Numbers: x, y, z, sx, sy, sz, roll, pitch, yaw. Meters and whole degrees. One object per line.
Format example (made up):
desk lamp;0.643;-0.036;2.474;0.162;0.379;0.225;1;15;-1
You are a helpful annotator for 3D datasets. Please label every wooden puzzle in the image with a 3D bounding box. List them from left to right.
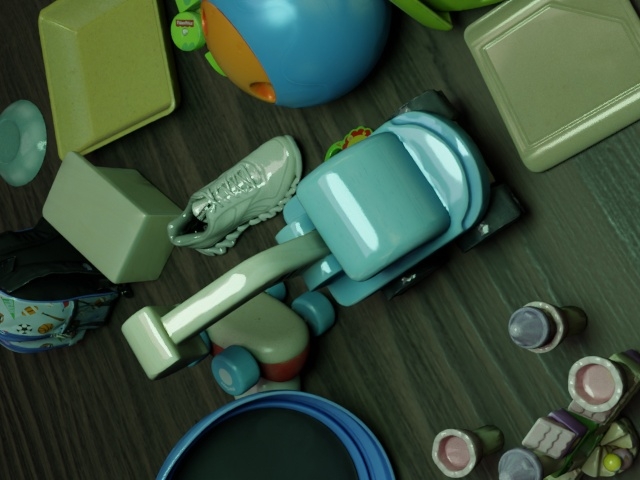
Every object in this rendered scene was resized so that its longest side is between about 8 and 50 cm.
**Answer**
wooden puzzle;0.338;-0.245;1.183;0.221;0.044;0.238;-31;76;30

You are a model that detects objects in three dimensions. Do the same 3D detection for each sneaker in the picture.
sneaker;-0.147;-0.073;1.474;0.292;0.118;0.110;-42;65;26

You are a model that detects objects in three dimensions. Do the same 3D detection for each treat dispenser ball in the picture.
treat dispenser ball;-0.036;-0.345;1.294;0.288;0.288;0.288;-1;88;35

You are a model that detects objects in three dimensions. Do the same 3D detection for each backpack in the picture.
backpack;-0.561;0.089;1.673;0.276;0.263;0.213;37;109;29

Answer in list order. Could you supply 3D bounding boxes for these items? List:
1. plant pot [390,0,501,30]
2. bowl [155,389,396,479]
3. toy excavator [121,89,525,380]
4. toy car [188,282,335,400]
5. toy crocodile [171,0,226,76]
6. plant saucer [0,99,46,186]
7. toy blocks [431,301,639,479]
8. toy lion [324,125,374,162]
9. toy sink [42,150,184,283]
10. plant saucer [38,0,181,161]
plant pot;0.161;-0.439;1.176;0.207;0.227;0.228;-29;58;34
bowl;-0.071;0.414;1.265;0.077;0.391;0.391;173;96;-65
toy excavator;0.000;0.000;1.148;0.433;0.445;0.222;-36;80;30
toy car;-0.108;0.209;1.423;0.210;0.219;0.238;23;131;34
toy crocodile;-0.216;-0.439;1.501;0.105;0.115;0.340;-26;89;35
plant saucer;-0.683;-0.218;1.904;0.195;0.037;0.195;0;90;35
toy blocks;0.302;0.263;1.053;0.309;0.260;0.288;40;112;30
toy lion;0.053;-0.137;1.388;0.100;0.034;0.096;10;88;35
toy sink;-0.390;-0.048;1.637;0.234;0.131;0.152;37;109;25
plant saucer;-0.400;-0.350;1.681;0.333;0.081;0.332;-18;79;34
